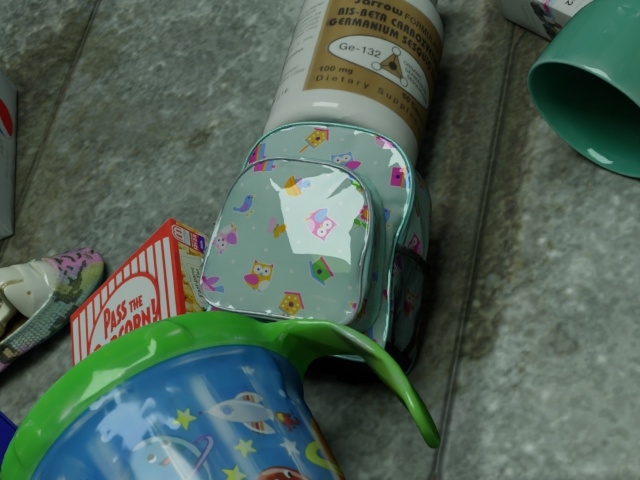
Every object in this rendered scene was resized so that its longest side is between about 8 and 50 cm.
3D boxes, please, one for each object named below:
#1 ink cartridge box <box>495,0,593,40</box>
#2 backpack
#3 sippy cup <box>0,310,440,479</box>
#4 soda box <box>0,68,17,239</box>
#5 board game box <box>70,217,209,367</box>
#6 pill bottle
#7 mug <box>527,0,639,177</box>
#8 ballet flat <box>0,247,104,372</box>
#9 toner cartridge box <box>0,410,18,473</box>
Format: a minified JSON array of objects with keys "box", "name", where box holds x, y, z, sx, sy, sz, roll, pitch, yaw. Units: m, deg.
[{"box":[0.240,-0.214,1.338,0.104,0.061,0.181,-45,46,-9],"name":"ink cartridge box"},{"box":[0.000,0.000,1.214,0.165,0.144,0.188,7,70,23],"name":"backpack"},{"box":[-0.069,0.206,1.072,0.224,0.240,0.305,52,122,36],"name":"sippy cup"},{"box":[-0.354,-0.090,1.580,0.073,0.069,0.216,-21,47,13],"name":"soda box"},{"box":[-0.141,0.099,1.277,0.147,0.045,0.194,-43,38,28],"name":"board game box"},{"box":[0.038,-0.157,1.361,0.131,0.131,0.229,-5,52,27],"name":"pill bottle"},{"box":[0.251,-0.119,1.216,0.157,0.129,0.097,38,72,3],"name":"mug"},{"box":[-0.291,0.073,1.399,0.221,0.079,0.077,-42,44,-7],"name":"ballet flat"},{"box":[-0.307,0.277,1.179,0.075,0.165,0.348,-13,48,22],"name":"toner cartridge box"}]
